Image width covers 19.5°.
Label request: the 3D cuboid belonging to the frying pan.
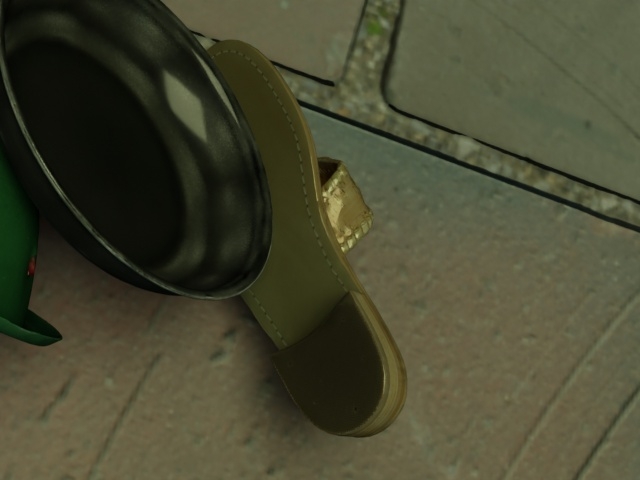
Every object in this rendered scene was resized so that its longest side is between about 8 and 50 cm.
[{"bbox_3d":[-0.115,-0.111,0.961,0.197,0.053,0.326,15,50,-54],"label":"frying pan"}]

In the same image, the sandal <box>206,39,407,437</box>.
[{"bbox_3d":[-0.005,0.003,1.034,0.079,0.088,0.240,16,45,-55],"label":"sandal"}]

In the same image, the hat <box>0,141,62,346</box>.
[{"bbox_3d":[-0.162,-0.072,0.924,0.173,0.208,0.184,35,86,-35],"label":"hat"}]
